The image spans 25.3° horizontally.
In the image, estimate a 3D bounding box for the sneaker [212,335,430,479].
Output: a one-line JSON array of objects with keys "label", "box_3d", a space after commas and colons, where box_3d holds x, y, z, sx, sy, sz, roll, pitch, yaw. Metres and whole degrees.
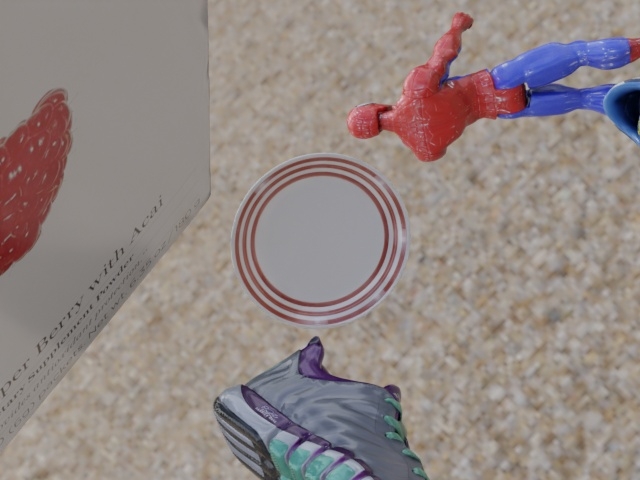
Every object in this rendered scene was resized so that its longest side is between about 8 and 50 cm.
[{"label": "sneaker", "box_3d": [0.037, 0.131, 0.847, 0.098, 0.083, 0.224, -39, 53, -23]}]

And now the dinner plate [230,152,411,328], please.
[{"label": "dinner plate", "box_3d": [0.000, 0.000, 1.102, 0.141, 0.141, 0.017, -45, 17, 3]}]

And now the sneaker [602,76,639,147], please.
[{"label": "sneaker", "box_3d": [0.230, -0.063, 0.873, 0.144, 0.059, 0.053, 39, 122, 53]}]

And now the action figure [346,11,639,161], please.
[{"label": "action figure", "box_3d": [0.151, -0.137, 1.152, 0.280, 0.091, 0.139, -13, 33, -5]}]

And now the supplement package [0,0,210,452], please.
[{"label": "supplement package", "box_3d": [-0.157, -0.072, 0.514, 0.177, 0.175, 0.293, -53, -15, -26]}]
